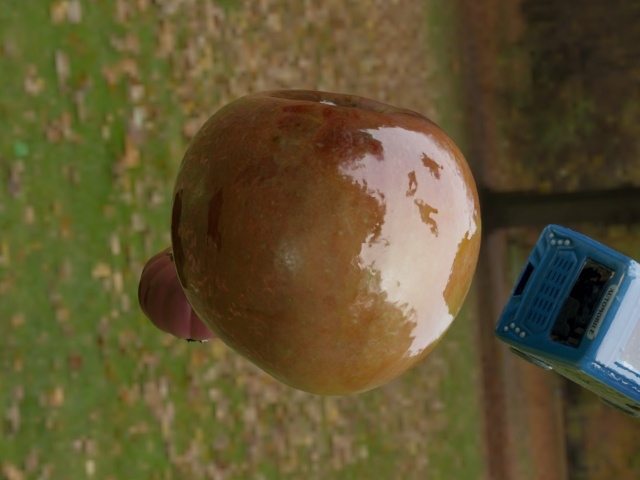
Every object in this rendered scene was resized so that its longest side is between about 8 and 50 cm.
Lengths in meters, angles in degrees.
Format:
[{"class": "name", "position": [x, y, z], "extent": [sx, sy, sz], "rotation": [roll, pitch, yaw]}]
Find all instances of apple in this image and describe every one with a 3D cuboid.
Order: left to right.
[{"class": "apple", "position": [0.000, 0.000, 1.387], "extent": [0.253, 0.253, 0.254], "rotation": [-4, 90, -82]}]

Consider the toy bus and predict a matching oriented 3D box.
[{"class": "toy bus", "position": [0.269, 0.087, 1.490], "extent": [0.246, 0.134, 0.113], "rotation": [29, 86, -41]}]

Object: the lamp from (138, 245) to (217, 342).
[{"class": "lamp", "position": [-0.113, 0.046, 1.610], "extent": [0.107, 0.107, 0.092], "rotation": [-77, 175, -65]}]
